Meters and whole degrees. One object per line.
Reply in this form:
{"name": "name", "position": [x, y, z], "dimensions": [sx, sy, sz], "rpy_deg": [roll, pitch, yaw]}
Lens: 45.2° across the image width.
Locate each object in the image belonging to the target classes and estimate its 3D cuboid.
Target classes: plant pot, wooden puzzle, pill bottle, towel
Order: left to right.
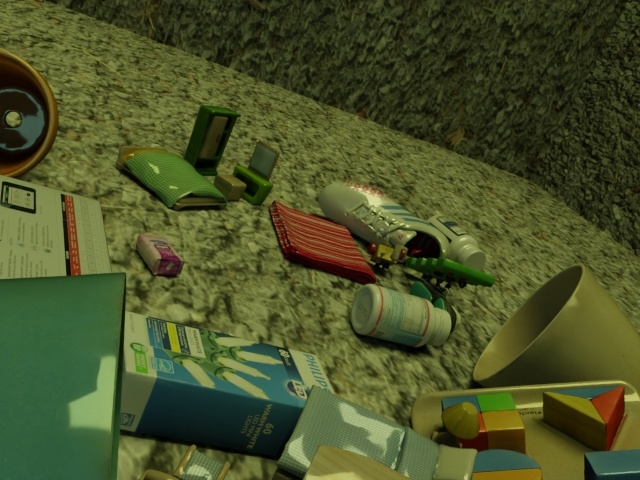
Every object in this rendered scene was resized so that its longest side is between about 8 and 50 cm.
{"name": "plant pot", "position": [-0.244, 0.160, 0.459], "dimensions": [0.235, 0.293, 0.293], "rpy_deg": [3, 23, -14]}
{"name": "plant pot", "position": [-0.527, -0.201, 1.262], "dimensions": [0.205, 0.205, 0.188], "rpy_deg": [21, 2, -10]}
{"name": "towel", "position": [0.000, 0.000, 1.597], "dimensions": [0.198, 0.031, 0.275], "rpy_deg": [19, 19, -19]}
{"name": "pill bottle", "position": [0.139, 0.133, 1.308], "dimensions": [0.160, 0.087, 0.087], "rpy_deg": [17, 20, -24]}
{"name": "pill bottle", "position": [0.322, 0.015, 1.860], "dimensions": [0.094, 0.094, 0.169], "rpy_deg": [11, 22, -35]}
{"name": "wooden puzzle", "position": [0.280, 0.263, 0.922], "dimensions": [0.322, 0.081, 0.348], "rpy_deg": [-4, 21, 3]}
{"name": "plant pot", "position": [0.435, 0.222, 1.241], "dimensions": [0.274, 0.256, 0.256], "rpy_deg": [42, 19, 2]}

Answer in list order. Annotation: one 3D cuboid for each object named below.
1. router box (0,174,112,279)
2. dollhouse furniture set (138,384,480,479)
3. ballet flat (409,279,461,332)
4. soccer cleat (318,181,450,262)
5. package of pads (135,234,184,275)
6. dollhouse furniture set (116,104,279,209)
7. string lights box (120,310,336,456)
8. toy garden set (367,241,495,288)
{"name": "router box", "position": [-0.419, 0.011, 0.948], "dimensions": [0.301, 0.082, 0.335], "rpy_deg": [15, 20, -25]}
{"name": "dollhouse furniture set", "position": [0.020, 0.187, 0.713], "dimensions": [0.286, 0.198, 0.303], "rpy_deg": [26, 33, 5]}
{"name": "ballet flat", "position": [0.227, 0.134, 1.451], "dimensions": [0.074, 0.074, 0.203], "rpy_deg": [19, 17, -16]}
{"name": "soccer cleat", "position": [0.147, -0.037, 1.738], "dimensions": [0.331, 0.116, 0.143], "rpy_deg": [26, 12, 2]}
{"name": "package of pads", "position": [-0.254, 0.022, 1.207], "dimensions": [0.050, 0.032, 0.083], "rpy_deg": [6, 25, -38]}
{"name": "dollhouse furniture set", "position": [-0.241, -0.177, 1.588], "dimensions": [0.197, 0.151, 0.301], "rpy_deg": [33, 20, 26]}
{"name": "string lights box", "position": [-0.115, 0.171, 0.893], "dimensions": [0.259, 0.077, 0.133], "rpy_deg": [16, 18, -24]}
{"name": "toy garden set", "position": [0.209, 0.060, 1.555], "dimensions": [0.203, 0.049, 0.244], "rpy_deg": [21, -5, -9]}
